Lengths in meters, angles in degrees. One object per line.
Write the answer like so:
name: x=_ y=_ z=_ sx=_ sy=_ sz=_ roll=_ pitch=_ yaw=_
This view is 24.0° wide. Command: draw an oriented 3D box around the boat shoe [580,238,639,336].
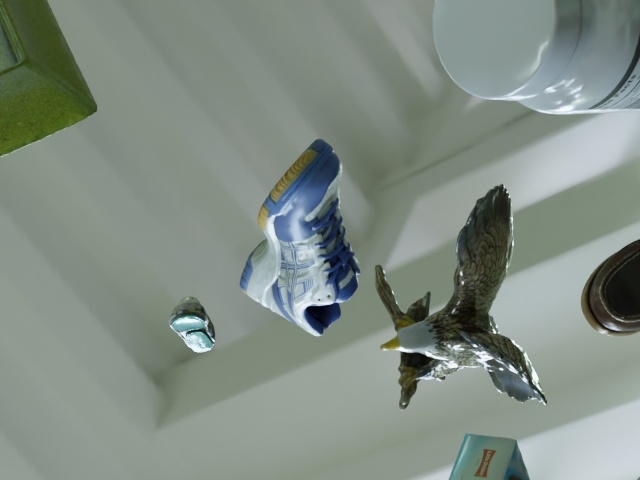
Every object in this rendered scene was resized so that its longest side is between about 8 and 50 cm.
boat shoe: x=0.314 y=0.017 z=1.290 sx=0.207 sy=0.073 sz=0.073 roll=-27 pitch=-97 yaw=-29

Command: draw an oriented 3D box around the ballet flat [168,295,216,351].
ballet flat: x=-0.131 y=0.079 z=1.518 sx=0.114 sy=0.041 sz=0.041 roll=76 pitch=-176 yaw=-68

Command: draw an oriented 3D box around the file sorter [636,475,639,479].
file sorter: x=0.531 y=0.538 z=2.383 sx=0.277 sy=0.173 sz=0.193 roll=-44 pitch=-58 yaw=-14

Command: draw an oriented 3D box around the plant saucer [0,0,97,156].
plant saucer: x=-0.275 y=-0.120 z=1.075 sx=0.188 sy=0.188 sz=0.045 roll=-121 pitch=8 yaw=-45

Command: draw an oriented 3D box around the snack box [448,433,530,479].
snack box: x=0.175 y=0.359 z=1.475 sx=0.187 sy=0.060 sz=0.322 roll=-64 pitch=-34 yaw=-35

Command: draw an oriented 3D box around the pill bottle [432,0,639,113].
pill bottle: x=0.310 y=-0.247 z=1.680 sx=0.363 sy=0.210 sz=0.210 roll=-5 pitch=-107 yaw=-42

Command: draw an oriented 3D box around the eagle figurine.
eagle figurine: x=0.175 y=0.099 z=1.780 sx=0.226 sy=0.298 sz=0.225 roll=46 pitch=-127 yaw=-5

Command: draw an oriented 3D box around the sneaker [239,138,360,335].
sneaker: x=0.000 y=0.000 z=1.716 sx=0.131 sy=0.296 sz=0.112 roll=37 pitch=-120 yaw=12
